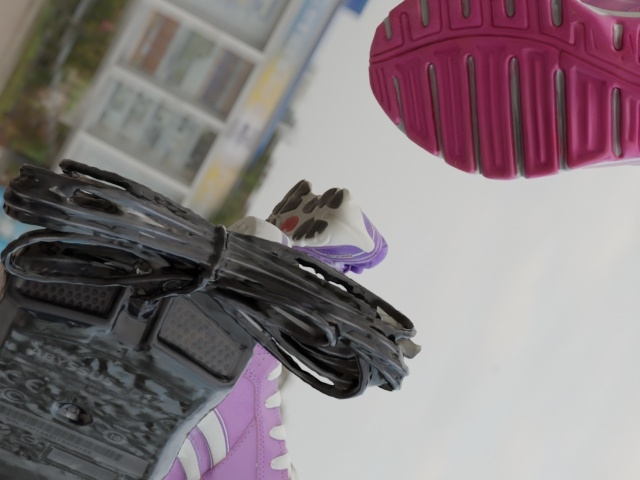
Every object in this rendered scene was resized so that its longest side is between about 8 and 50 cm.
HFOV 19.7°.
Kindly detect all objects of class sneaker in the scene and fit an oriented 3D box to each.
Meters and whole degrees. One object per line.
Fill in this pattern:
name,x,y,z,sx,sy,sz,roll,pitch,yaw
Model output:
sneaker,0.000,0.000,1.446,0.068,0.071,0.170,-51,-160,-8
sneaker,-0.038,0.123,1.107,0.102,0.161,0.282,-95,-153,-62
sneaker,0.151,-0.079,0.936,0.111,0.252,0.103,-17,113,-75

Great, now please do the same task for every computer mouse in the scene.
computer mouse,-0.089,0.045,0.849,0.272,0.188,0.072,-41,-152,51
